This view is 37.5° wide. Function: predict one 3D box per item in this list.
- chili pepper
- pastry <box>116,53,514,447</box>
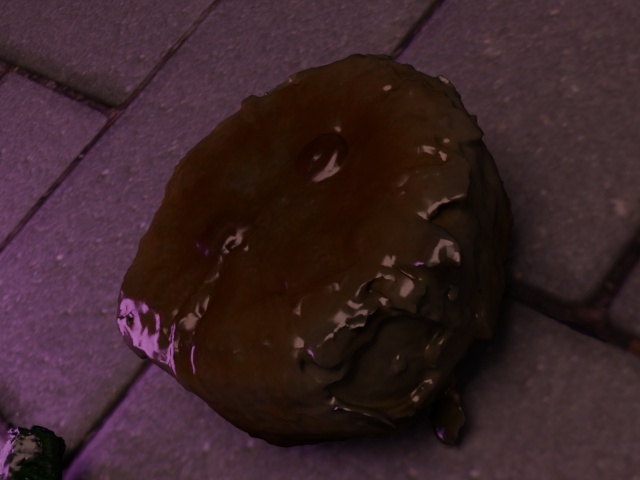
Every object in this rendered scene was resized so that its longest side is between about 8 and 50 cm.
[{"bbox_3d":[-0.258,0.257,0.741,0.098,0.061,0.224,-20,48,42],"label":"chili pepper"},{"bbox_3d":[0.000,0.000,0.706,0.329,0.136,0.330,-21,45,23],"label":"pastry"}]
